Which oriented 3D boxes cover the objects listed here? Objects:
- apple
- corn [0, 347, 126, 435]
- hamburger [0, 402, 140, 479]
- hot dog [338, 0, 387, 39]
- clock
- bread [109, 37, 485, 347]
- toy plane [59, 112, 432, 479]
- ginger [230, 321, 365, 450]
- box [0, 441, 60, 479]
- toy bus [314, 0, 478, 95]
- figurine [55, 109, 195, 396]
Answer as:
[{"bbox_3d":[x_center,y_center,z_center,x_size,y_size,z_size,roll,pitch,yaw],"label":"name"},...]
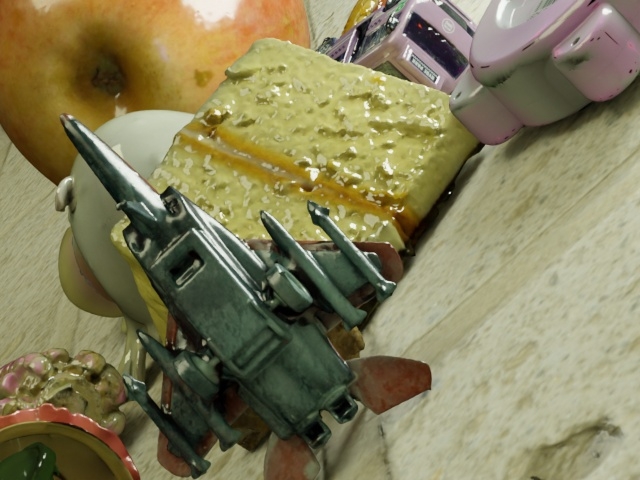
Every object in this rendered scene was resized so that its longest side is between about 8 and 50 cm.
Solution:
[{"bbox_3d":[-0.196,-0.201,2.027,0.364,0.364,0.364,-41,16,15],"label":"apple"},{"bbox_3d":[-0.283,0.176,1.767,0.126,0.126,0.335,-52,13,-24],"label":"corn"},{"bbox_3d":[-0.219,0.216,1.437,0.175,0.175,0.137,-51,2,-19],"label":"hamburger"},{"bbox_3d":[0.089,-0.267,2.016,0.289,0.068,0.083,-56,-4,-21],"label":"hot dog"},{"bbox_3d":[0.216,-0.191,1.471,0.227,0.090,0.248,-22,30,55],"label":"clock"},{"bbox_3d":[0.000,0.000,1.564,0.236,0.198,0.263,15,58,33],"label":"bread"},{"bbox_3d":[-0.081,0.027,1.292,0.223,0.326,0.104,-44,-6,5],"label":"toy plane"},{"bbox_3d":[-0.021,0.091,1.393,0.067,0.096,0.165,-53,-15,-59],"label":"ginger"},{"bbox_3d":[-0.247,0.320,1.207,0.253,0.178,0.328,-35,17,27],"label":"box"},{"bbox_3d":[0.055,-0.155,1.767,0.199,0.096,0.108,-32,25,45],"label":"toy bus"},{"bbox_3d":[-0.186,0.025,1.836,0.394,0.227,0.274,159,124,-68],"label":"figurine"}]
